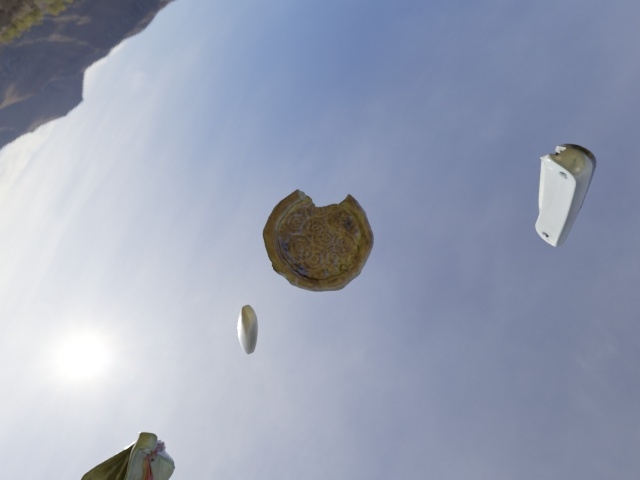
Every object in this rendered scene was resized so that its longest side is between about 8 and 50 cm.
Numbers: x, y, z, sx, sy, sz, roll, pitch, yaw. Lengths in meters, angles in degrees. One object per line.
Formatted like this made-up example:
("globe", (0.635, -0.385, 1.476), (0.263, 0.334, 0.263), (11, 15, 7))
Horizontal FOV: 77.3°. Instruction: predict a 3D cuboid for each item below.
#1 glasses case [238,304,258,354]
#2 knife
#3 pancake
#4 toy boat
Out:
("glasses case", (-0.100, 0.123, 0.550), (0.032, 0.021, 0.083), (49, -39, 40))
("knife", (0.382, -0.064, 0.644), (0.040, 0.265, 0.073), (-46, -125, -2))
("pancake", (0.000, 0.000, 0.818), (0.029, 0.235, 0.212), (180, -92, -75))
("toy boat", (-0.243, 0.297, 0.514), (0.185, 0.071, 0.089), (-40, -157, 26))
